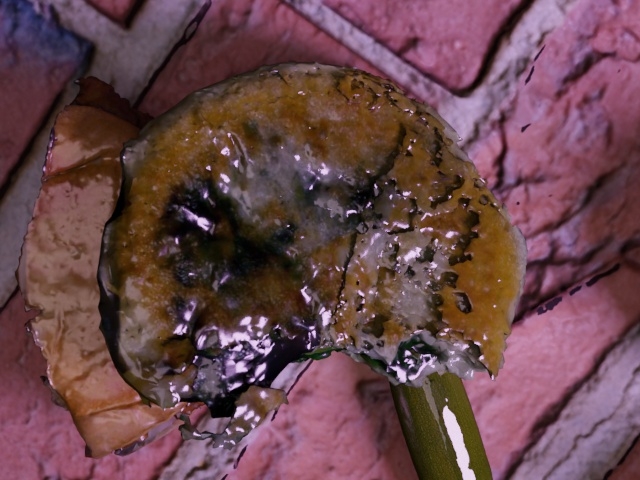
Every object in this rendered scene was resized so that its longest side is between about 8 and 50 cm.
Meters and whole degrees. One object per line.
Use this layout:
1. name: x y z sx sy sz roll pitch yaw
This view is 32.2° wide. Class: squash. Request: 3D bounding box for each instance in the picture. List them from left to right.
1. squash: 0.101 0.155 0.978 0.066 0.066 0.252 -18 96 8

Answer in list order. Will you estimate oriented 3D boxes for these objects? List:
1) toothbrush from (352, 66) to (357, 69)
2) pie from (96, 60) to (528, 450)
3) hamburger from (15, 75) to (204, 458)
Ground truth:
1. toothbrush: -0.007 -0.098 0.975 0.013 0.011 0.131 42 101 19
2. pie: 0.000 0.000 0.888 0.371 0.078 0.296 -8 79 -23
3. hamburger: -0.161 0.039 0.938 0.245 0.155 0.282 29 94 -5
